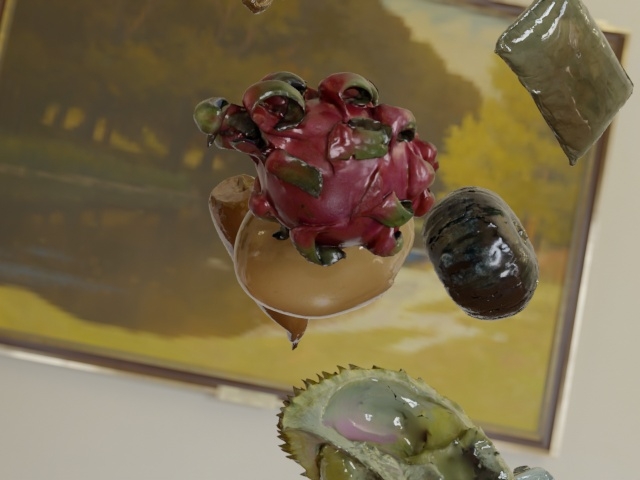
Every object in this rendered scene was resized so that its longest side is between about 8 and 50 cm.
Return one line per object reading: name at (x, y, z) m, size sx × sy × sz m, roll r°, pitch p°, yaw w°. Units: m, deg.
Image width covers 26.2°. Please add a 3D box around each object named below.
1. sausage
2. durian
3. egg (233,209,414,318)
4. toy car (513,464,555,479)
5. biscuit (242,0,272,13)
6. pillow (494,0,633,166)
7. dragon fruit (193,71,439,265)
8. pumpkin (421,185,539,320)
sausage at (-0.073, 0.044, 2.091) m, size 0.112 × 0.112 × 0.328 m, roll 6°, pitch -47°, yaw 35°
durian at (0.097, 0.240, 1.431) m, size 0.306 × 0.172 × 0.166 m, roll 43°, pitch -5°, yaw 3°
egg at (0.000, 0.000, 1.774) m, size 0.244 × 0.201 × 0.201 m, roll -24°, pitch 9°, yaw -25°
toy car at (0.237, 0.379, 1.910) m, size 0.204 × 0.095 × 0.056 m, roll -15°, pitch 1°, yaw -12°
biscuit at (-0.124, -0.520, 2.371) m, size 0.041 × 0.290 × 0.208 m, roll -26°, pitch -27°, yaw 34°
pillow at (0.403, -0.284, 2.259) m, size 0.075 × 0.185 × 0.302 m, roll 28°, pitch -18°, yaw 52°
dragon fruit at (0.004, -0.097, 1.506) m, size 0.218 × 0.198 × 0.273 m, roll -13°, pitch -56°, yaw 40°
pumpkin at (0.266, 0.023, 2.271) m, size 0.163 × 0.233 × 0.233 m, roll -30°, pitch -16°, yaw 9°
